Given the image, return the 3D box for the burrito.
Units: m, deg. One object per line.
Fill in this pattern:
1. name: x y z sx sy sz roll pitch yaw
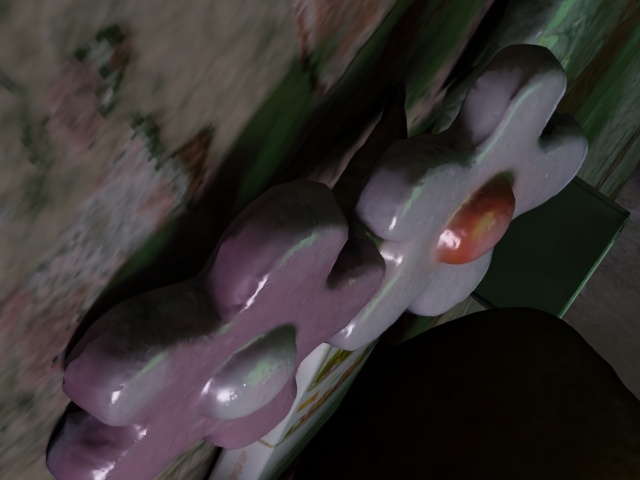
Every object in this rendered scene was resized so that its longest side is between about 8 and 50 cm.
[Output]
1. burrito: 0.094 -0.088 0.712 0.118 0.044 0.074 -62 172 20

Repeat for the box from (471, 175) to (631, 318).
1. box: 0.200 0.016 1.395 0.129 0.086 0.225 -55 170 0

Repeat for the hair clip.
1. hair clip: 0.005 0.006 0.561 0.257 0.075 0.146 -39 167 -41

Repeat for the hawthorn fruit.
1. hawthorn fruit: 0.100 0.202 1.100 0.301 0.268 0.267 -40 164 -24

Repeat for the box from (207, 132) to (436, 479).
1. box: 0.006 0.049 0.789 0.122 0.032 0.220 -43 166 -43
